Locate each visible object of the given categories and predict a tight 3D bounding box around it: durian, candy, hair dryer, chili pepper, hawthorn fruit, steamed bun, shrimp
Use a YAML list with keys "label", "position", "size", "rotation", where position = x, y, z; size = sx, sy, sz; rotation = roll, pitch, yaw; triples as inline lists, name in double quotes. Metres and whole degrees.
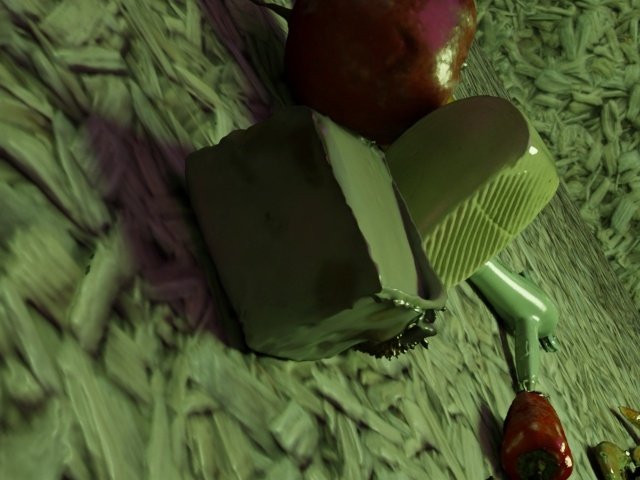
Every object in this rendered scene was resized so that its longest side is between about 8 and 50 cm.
- label: "durian"
  position: [0.046, 0.067, 1.048]
  size: [0.140, 0.071, 0.110]
  rotation: [51, 8, -24]
- label: "candy"
  position: [0.000, 0.000, 0.923]
  size: [0.185, 0.137, 0.195]
  rotation: [17, 48, -63]
- label: "hair dryer"
  position: [0.269, 0.131, 1.588]
  size: [0.206, 0.075, 0.237]
  rotation: [38, 35, -34]
- label: "chili pepper"
  position: [0.252, 0.248, 1.302]
  size: [0.086, 0.084, 0.192]
  rotation: [39, 18, -10]
- label: "hawthorn fruit"
  position: [0.037, -0.235, 1.295]
  size: [0.272, 0.242, 0.242]
  rotation: [14, 31, -7]
- label: "steamed bun"
  position: [0.135, -0.055, 1.232]
  size: [0.152, 0.239, 0.170]
  rotation: [56, 11, 32]
- label: "shrimp"
  position: [0.475, 0.364, 1.781]
  size: [0.180, 0.041, 0.099]
  rotation: [15, 49, -66]

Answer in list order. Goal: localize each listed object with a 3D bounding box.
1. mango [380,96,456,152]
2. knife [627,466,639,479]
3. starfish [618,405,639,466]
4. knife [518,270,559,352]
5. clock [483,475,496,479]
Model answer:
- label: "mango"
  position: [0.136, -0.160, 1.558]
  size: [0.317, 0.119, 0.176]
  rotation: [41, 35, -38]
- label: "knife"
  position: [0.553, 0.490, 1.796]
  size: [0.089, 0.043, 0.365]
  rotation: [51, 21, -23]
- label: "starfish"
  position: [0.688, 0.438, 2.156]
  size: [0.375, 0.094, 0.327]
  rotation: [53, 21, -5]
- label: "knife"
  position: [0.364, 0.116, 1.890]
  size: [0.044, 0.023, 0.162]
  rotation: [44, 24, -46]
- label: "clock"
  position: [0.182, 0.352, 0.975]
  size: [0.277, 0.071, 0.293]
  rotation: [-93, 159, -75]
